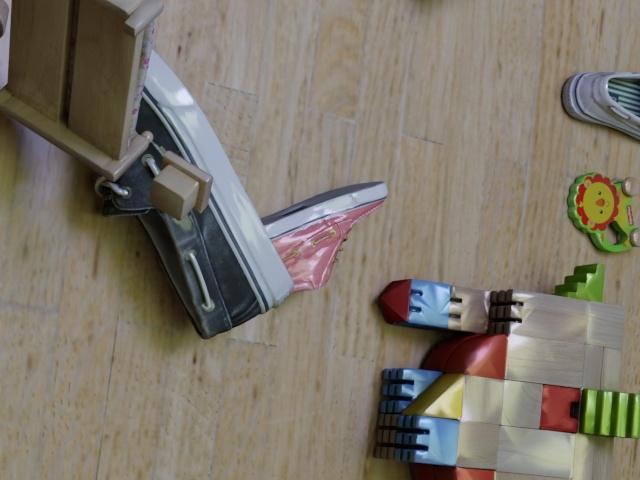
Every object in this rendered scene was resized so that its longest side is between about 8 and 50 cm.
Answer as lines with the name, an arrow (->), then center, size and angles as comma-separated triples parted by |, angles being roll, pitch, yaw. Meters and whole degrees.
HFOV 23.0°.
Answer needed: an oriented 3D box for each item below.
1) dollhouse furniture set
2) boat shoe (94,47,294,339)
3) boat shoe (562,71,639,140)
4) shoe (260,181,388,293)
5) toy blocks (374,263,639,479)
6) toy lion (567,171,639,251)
dollhouse furniture set -> -0.189, -0.242, 1.315 | 0.355, 0.303, 0.174 | 33, 54, 10
boat shoe -> -0.152, -0.056, 1.473 | 0.119, 0.121, 0.335 | -35, 100, -16
boat shoe -> 0.395, -0.160, 1.886 | 0.226, 0.075, 0.083 | -1, 89, -35
shoe -> 0.000, 0.000, 1.616 | 0.178, 0.063, 0.081 | -22, 102, -28
toy blocks -> 0.180, 0.197, 1.683 | 0.260, 0.190, 0.382 | 9, 82, -23
toy lion -> 0.338, -0.033, 1.872 | 0.096, 0.034, 0.100 | -14, 96, -28
